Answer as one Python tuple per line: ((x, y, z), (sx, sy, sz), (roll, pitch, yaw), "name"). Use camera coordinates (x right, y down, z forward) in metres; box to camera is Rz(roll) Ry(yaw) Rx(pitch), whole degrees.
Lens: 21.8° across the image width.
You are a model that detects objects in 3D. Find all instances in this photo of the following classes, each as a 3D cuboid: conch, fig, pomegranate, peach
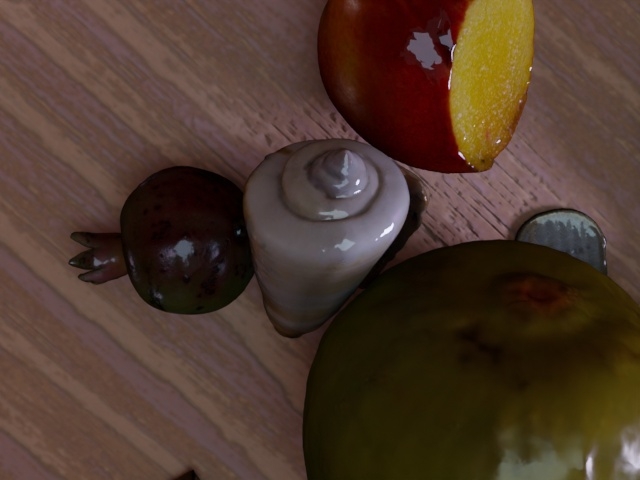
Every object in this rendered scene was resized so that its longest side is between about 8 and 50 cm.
((-0.008, -0.009, 1.373), (0.127, 0.255, 0.158), (44, 55, 6), "conch")
((0.139, 0.179, 1.371), (0.343, 0.343, 0.343), (-1, 102, -5), "fig")
((-0.130, -0.005, 1.414), (0.159, 0.129, 0.129), (16, 101, 17), "pomegranate")
((0.096, -0.153, 1.363), (0.192, 0.190, 0.190), (44, 95, 5), "peach")

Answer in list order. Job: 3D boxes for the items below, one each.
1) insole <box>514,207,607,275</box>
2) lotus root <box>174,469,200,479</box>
((0.237, 0.140, 1.524), (0.119, 0.009, 0.348), (-9, 102, -2), "insole")
((-0.119, 0.311, 1.490), (0.135, 0.095, 0.159), (-39, 96, 7), "lotus root")
